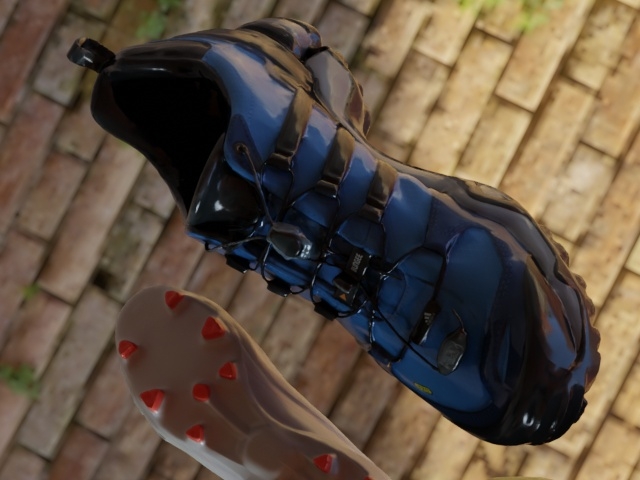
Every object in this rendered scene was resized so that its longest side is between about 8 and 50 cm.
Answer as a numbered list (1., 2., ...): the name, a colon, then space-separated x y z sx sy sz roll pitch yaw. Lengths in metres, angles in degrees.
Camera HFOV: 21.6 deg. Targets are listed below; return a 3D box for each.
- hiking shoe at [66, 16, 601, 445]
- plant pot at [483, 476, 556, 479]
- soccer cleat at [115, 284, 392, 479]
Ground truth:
1. hiking shoe: 0.000 0.000 0.803 0.132 0.304 0.113 -7 128 -40
2. plant pot: 0.163 0.232 0.813 0.276 0.254 0.276 -8 103 -36
3. soccer cleat: -0.031 0.097 0.847 0.068 0.196 0.076 -48 154 -4
